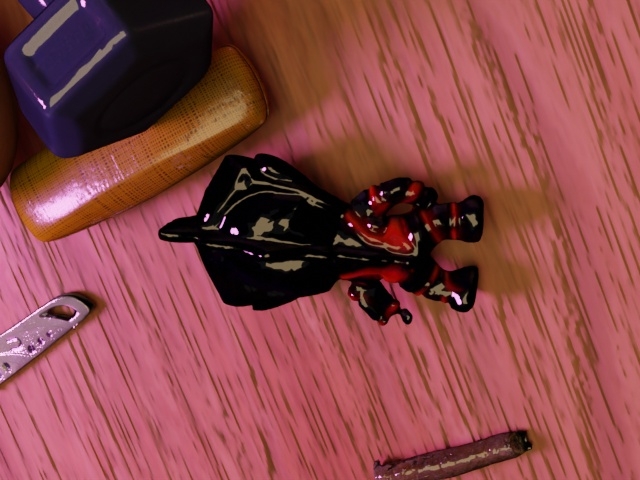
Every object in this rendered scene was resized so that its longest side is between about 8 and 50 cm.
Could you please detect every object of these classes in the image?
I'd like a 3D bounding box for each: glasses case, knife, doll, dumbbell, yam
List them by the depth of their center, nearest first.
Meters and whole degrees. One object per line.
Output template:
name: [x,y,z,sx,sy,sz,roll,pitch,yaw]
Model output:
dumbbell: [-0.219,-0.220,0.817,0.325,0.160,0.144,50,135,10]
doll: [0.000,0.001,0.881,0.248,0.088,0.127,1,84,5]
glasses case: [-0.145,-0.072,0.904,0.234,0.064,0.079,-27,90,19]
yam: [0.106,0.177,0.922,0.129,0.027,0.033,-21,99,18]
knife: [-0.316,0.126,1.026,0.293,0.020,0.043,-34,91,19]

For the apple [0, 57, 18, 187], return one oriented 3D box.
apple: [-0.332,-0.098,0.890,0.200,0.200,0.200,4,105,14]
